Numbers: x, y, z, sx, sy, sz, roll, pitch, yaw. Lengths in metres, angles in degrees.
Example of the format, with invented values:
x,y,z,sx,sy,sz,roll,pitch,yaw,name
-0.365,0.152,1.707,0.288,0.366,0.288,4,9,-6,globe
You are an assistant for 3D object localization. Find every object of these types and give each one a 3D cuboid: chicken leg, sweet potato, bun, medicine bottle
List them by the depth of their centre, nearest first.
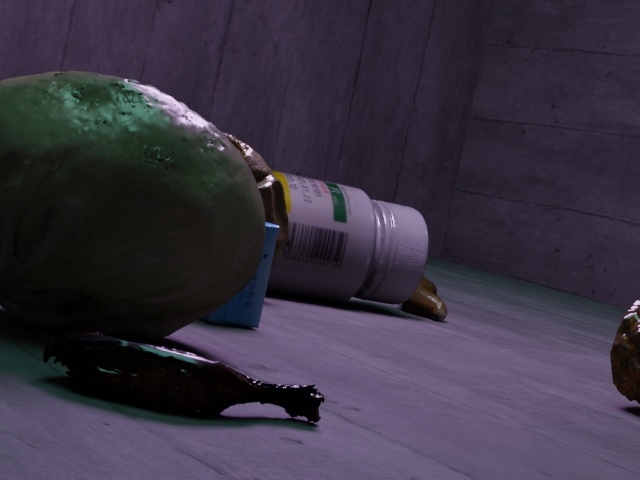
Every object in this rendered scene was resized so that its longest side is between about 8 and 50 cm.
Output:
x,y,z,sx,sy,sz,roll,pitch,yaw,name
-0.115,0.122,1.195,0.253,0.051,0.106,14,-3,-10,chicken leg
-0.226,-0.020,1.461,0.326,0.234,0.362,-16,-43,36,bun
0.000,0.000,2.375,0.340,0.208,0.208,10,3,-24,medicine bottle
0.187,0.106,2.549,0.081,0.062,0.233,13,6,-3,sweet potato

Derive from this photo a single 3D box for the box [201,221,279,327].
x,y,z,sx,sy,sz,roll,pitch,yaw,name
-0.158,0.027,1.885,0.083,0.142,0.232,10,3,-32,box

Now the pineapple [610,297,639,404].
x,y,z,sx,sy,sz,roll,pitch,yaw,name
0.544,0.180,1.720,0.341,0.169,0.169,21,7,30,pineapple

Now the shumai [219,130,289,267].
x,y,z,sx,sy,sz,roll,pitch,yaw,name
-0.242,-0.035,2.129,0.314,0.267,0.262,23,29,29,shumai
